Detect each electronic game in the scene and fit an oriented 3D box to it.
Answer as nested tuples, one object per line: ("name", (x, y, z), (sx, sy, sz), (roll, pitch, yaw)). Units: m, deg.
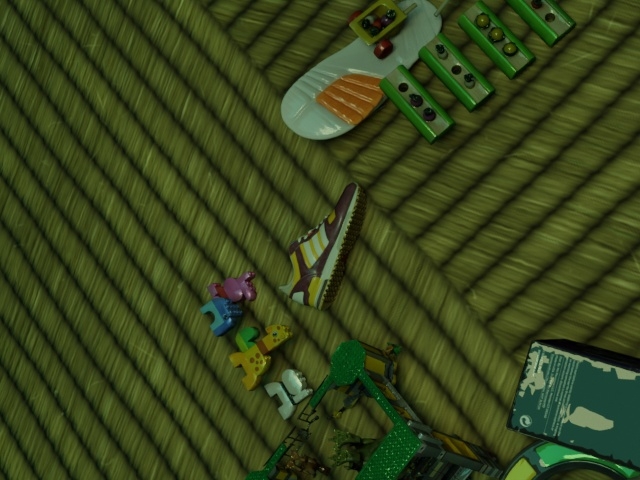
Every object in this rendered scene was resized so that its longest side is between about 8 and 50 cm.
("electronic game", (0.319, 0.347, 1.082), (0.229, 0.048, 0.230), (-3, 83, 22))

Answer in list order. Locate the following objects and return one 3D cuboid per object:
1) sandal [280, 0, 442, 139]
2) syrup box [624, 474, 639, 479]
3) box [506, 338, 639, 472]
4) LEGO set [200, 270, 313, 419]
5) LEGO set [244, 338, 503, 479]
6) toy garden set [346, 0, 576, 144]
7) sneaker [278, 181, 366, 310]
("sandal", (0.065, -0.225, 1.239), (0.265, 0.076, 0.102), (-40, 79, -8))
("syrup box", (0.415, 0.377, 0.982), (0.096, 0.093, 0.237), (-20, 88, 3))
("box", (0.327, 0.178, 0.980), (0.184, 0.261, 0.103), (18, 91, 22))
("LEGO set", (-0.083, 0.131, 1.250), (0.093, 0.087, 0.227), (-37, 73, 15))
("LEGO set", (0.071, 0.310, 1.151), (0.255, 0.192, 0.331), (34, 95, 52))
("toy garden set", (0.173, -0.281, 1.168), (0.244, 0.049, 0.204), (-40, 77, 0))
("sneaker", (0.000, 0.000, 1.238), (0.083, 0.069, 0.186), (21, 92, 18))
